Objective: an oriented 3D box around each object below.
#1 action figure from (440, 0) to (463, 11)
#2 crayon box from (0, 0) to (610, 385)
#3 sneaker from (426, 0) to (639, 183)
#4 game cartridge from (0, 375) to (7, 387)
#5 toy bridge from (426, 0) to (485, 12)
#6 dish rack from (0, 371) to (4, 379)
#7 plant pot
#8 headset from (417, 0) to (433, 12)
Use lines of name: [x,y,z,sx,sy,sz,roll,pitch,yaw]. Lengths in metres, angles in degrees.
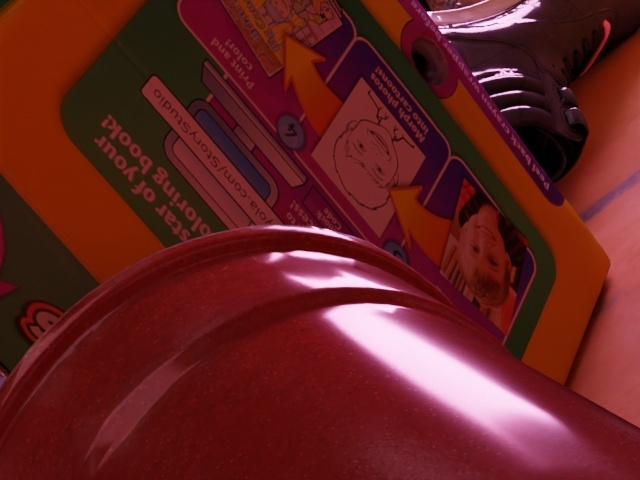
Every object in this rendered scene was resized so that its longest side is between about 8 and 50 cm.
action figure: [0.129,-0.152,1.297,0.232,0.137,0.063,-40,57,19]
crayon box: [-0.023,-0.007,0.842,0.106,0.363,0.313,-23,24,40]
sneaker: [0.159,-0.107,1.164,0.296,0.147,0.104,-20,-33,-33]
game cartridge: [-0.232,0.165,1.269,0.294,0.060,0.196,-36,21,26]
toy bridge: [0.178,-0.217,1.351,0.188,0.063,0.026,-15,-30,-18]
dish rack: [-0.255,0.089,1.511,0.271,0.074,0.208,-34,20,16]
plant pot: [0.034,0.149,0.580,0.272,0.272,0.265,-45,27,-15]
headset: [0.045,-0.154,1.468,0.394,0.185,0.243,-29,19,-17]
